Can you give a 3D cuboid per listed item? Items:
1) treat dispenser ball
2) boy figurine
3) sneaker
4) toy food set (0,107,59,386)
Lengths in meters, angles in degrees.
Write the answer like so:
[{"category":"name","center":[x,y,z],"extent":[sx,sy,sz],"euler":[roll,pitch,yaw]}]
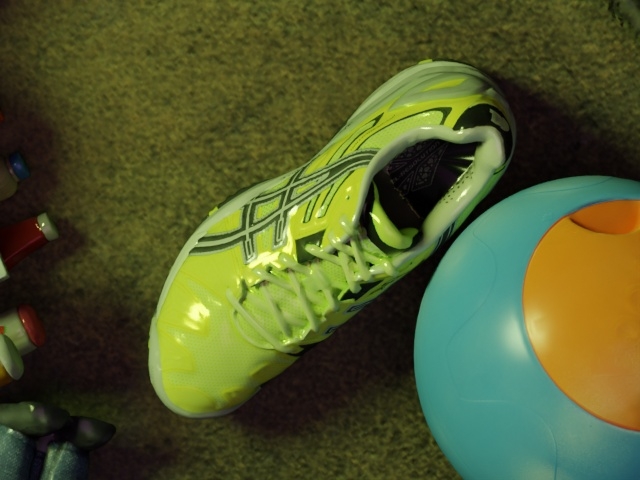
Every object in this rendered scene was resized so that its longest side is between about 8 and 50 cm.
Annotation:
[{"category":"treat dispenser ball","center":[0.218,0.092,1.267],"extent":[0.288,0.288,0.288],"euler":[-1,101,-5]},{"category":"boy figurine","center":[-0.255,0.276,1.289],"extent":[0.177,0.092,0.285],"euler":[28,62,-35]},{"category":"sneaker","center":[0.000,0.000,1.300],"extent":[0.145,0.147,0.384],"euler":[42,96,-13]},{"category":"toy food set","center":[-0.264,0.005,1.287],"extent":[0.105,0.111,0.232],"euler":[-26,71,0]}]
